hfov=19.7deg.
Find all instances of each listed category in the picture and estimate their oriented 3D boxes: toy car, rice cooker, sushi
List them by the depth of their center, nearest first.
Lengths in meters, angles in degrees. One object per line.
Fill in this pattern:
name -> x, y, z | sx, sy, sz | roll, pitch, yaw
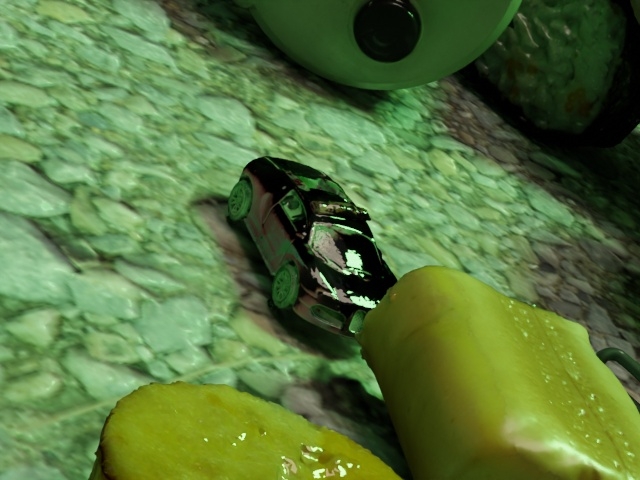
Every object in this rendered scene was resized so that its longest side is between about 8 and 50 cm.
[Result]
toy car -> 0.000, 0.000, 0.993 | 0.069, 0.055, 0.142 | 14, 28, -30
rice cooker -> 0.044, -0.231, 1.310 | 0.226, 0.226, 0.244 | 29, 25, -8
sushi -> 0.173, -0.174, 1.464 | 0.225, 0.136, 0.126 | 48, 28, 15

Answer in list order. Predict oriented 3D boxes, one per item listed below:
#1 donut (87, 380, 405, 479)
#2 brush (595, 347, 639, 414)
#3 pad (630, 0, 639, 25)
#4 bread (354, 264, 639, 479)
donut -> -0.013, 0.135, 0.684 | 0.190, 0.075, 0.174 | 37, 24, 23
brush -> 0.246, 0.144, 1.026 | 0.266, 0.062, 0.027 | 45, 11, 37
pad -> 0.285, -0.122, 1.445 | 0.286, 0.018, 0.284 | -75, 141, -67
bread -> 0.092, 0.095, 0.878 | 0.134, 0.085, 0.173 | 25, 22, -25
